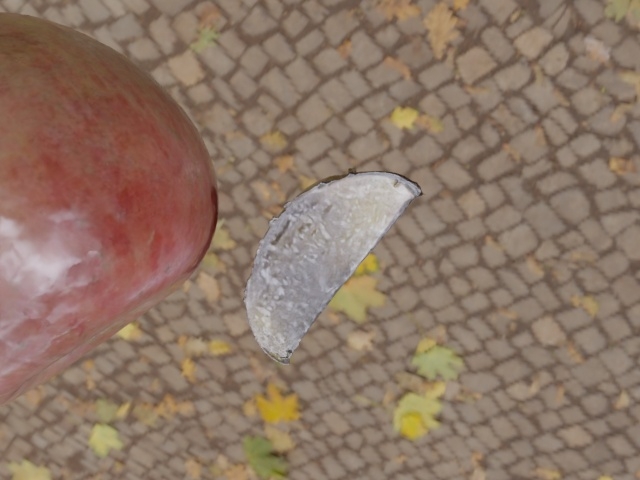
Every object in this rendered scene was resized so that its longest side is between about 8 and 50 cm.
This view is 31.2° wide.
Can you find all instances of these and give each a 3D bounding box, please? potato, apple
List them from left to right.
[{"bbox_3d":[-0.254,-0.026,0.868,0.345,0.345,0.269,-37,87,40],"label":"apple"},{"bbox_3d":[-0.001,0.001,1.322,0.120,0.100,0.261,39,103,-3],"label":"potato"}]
